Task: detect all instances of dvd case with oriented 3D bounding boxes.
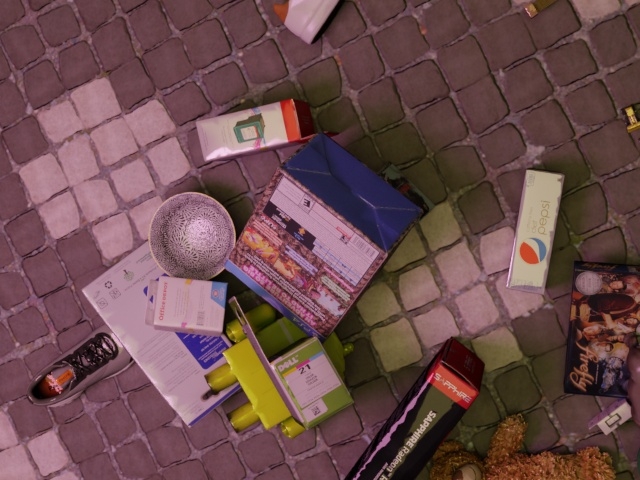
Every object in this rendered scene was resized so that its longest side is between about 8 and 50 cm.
[{"bbox_3d":[0.143,-0.082,1.871,0.119,0.087,0.013,44,136,7],"label":"dvd case"}]

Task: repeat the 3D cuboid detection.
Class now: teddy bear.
[{"bbox_3d":[0.363,0.448,1.863,0.338,0.113,0.245,21,97,9],"label":"teddy bear"}]

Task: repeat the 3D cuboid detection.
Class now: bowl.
[{"bbox_3d":[-0.231,-0.009,1.953,0.170,0.080,0.170,1,96,11],"label":"bowl"}]

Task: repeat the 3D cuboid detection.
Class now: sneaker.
[{"bbox_3d":[0.018,-0.501,1.842,0.123,0.106,0.290,37,102,3],"label":"sneaker"},{"bbox_3d":[-0.453,0.241,2.006,0.271,0.108,0.100,-37,87,6],"label":"sneaker"}]

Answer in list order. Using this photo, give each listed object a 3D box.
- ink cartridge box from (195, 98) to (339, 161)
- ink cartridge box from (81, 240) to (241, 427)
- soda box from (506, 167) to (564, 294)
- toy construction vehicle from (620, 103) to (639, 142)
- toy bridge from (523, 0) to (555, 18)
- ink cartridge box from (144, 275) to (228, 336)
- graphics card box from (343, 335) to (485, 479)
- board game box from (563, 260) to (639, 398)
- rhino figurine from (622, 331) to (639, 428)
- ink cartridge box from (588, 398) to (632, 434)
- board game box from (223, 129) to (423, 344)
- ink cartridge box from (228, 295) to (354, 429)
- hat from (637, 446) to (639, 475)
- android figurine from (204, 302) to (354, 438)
[{"bbox_3d":[-0.093,-0.203,1.879,0.231,0.134,0.078,-12,92,12],"label":"ink cartridge box"},{"bbox_3d":[-0.288,0.178,1.961,0.165,0.065,0.332,-37,85,-14],"label":"ink cartridge box"},{"bbox_3d":[0.380,-0.018,1.832,0.069,0.074,0.216,10,98,10],"label":"soda box"},{"bbox_3d":[0.578,-0.199,1.795,0.086,0.035,0.098,-21,91,13],"label":"toy construction vehicle"},{"bbox_3d":[0.435,-0.449,1.785,0.188,0.063,0.026,-36,88,14],"label":"toy bridge"},{"bbox_3d":[-0.248,0.121,1.899,0.143,0.090,0.092,7,78,-7],"label":"ink cartridge box"},{"bbox_3d":[0.149,0.358,1.835,0.094,0.233,0.371,37,100,5],"label":"graphics card box"},{"bbox_3d":[0.517,0.159,1.806,0.165,0.042,0.243,3,112,11],"label":"board game box"},{"bbox_3d":[0.560,0.283,1.749,0.073,0.106,0.243,-9,102,9],"label":"rhino figurine"},{"bbox_3d":[0.520,0.317,1.849,0.083,0.048,0.028,-40,87,13],"label":"ink cartridge box"},{"bbox_3d":[0.000,0.000,1.806,0.232,0.141,0.291,39,136,5],"label":"board game box"},{"bbox_3d":[-0.057,0.192,1.804,0.097,0.189,0.255,-29,89,-9],"label":"ink cartridge box"},{"bbox_3d":[0.636,0.452,1.848,0.208,0.183,0.173,-22,49,-12],"label":"hat"},{"bbox_3d":[-0.069,0.236,1.922,0.273,0.056,0.248,-31,89,-10],"label":"android figurine"}]
